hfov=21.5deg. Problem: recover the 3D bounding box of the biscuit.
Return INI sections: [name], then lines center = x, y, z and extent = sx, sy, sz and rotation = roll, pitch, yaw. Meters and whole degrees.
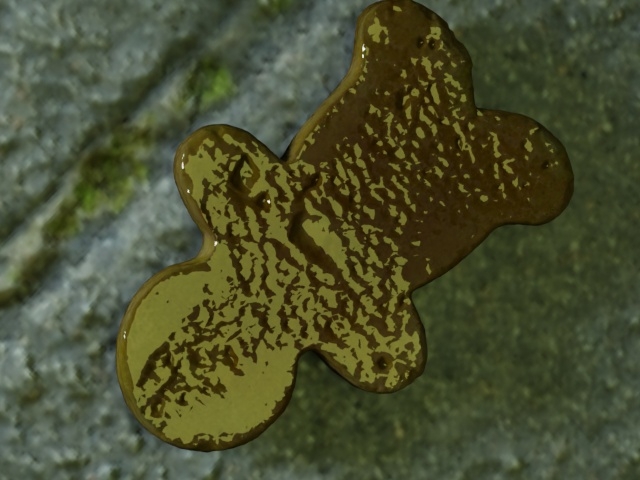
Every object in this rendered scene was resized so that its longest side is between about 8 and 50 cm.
[biscuit]
center = 0.000, 0.000, 0.986
extent = 0.301, 0.049, 0.197
rotation = -46, 100, -15
